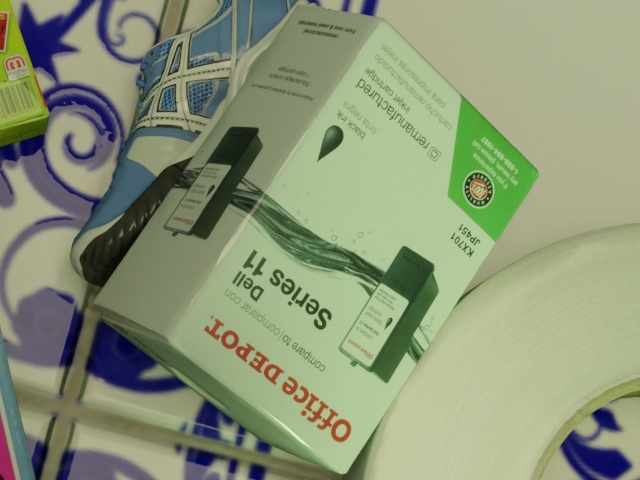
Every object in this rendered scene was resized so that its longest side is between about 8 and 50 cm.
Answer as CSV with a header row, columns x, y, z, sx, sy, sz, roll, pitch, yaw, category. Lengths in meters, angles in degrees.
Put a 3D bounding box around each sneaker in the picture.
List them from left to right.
x,y,z,sx,sy,sz,roll,pitch,yaw,category
-0.077,-0.062,1.059,0.081,0.080,0.211,33,72,19,sneaker

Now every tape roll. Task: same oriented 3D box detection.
x,y,z,sx,sy,sz,roll,pitch,yaw,category
0.202,0.184,1.059,0.392,0.072,0.392,3,77,-11,tape roll

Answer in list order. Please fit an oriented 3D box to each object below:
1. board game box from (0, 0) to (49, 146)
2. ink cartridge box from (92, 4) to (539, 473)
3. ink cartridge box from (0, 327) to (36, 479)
x,y,z,sx,sy,sz,roll,pitch,yaw,category
-0.254,-0.081,1.033,0.181,0.043,0.092,-18,82,-15,board game box
0.000,0.000,1.008,0.153,0.087,0.208,40,78,-33,ink cartridge box
-0.346,0.118,0.865,0.395,0.151,0.270,-14,91,-23,ink cartridge box
